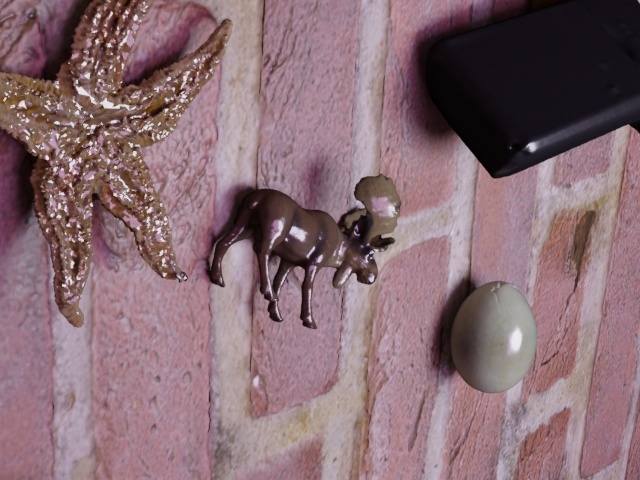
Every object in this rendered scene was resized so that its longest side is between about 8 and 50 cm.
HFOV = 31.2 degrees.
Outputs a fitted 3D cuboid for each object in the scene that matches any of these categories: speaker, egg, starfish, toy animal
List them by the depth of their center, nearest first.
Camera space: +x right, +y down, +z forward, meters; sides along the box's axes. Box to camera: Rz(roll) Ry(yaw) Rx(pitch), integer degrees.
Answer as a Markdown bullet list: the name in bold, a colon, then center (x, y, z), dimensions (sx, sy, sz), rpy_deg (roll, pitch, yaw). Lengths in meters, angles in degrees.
- **starfish**: center (-0.183, -0.083, 0.992), dimensions (0.299, 0.060, 0.302), rpy_deg (-19, 114, -51)
- **toy animal**: center (0.000, 0.000, 1.216), dimensions (0.214, 0.094, 0.186), rpy_deg (35, 70, -42)
- **speaker**: center (0.299, -0.174, 1.430), dimensions (0.388, 0.180, 0.184), rpy_deg (-21, 155, -32)
- **egg**: center (0.230, 0.128, 1.517), dimensions (0.114, 0.114, 0.152), rpy_deg (-7, 110, -48)

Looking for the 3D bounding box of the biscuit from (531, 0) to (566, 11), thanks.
- **biscuit**: center (0.311, -0.345, 1.473), dimensions (0.205, 0.031, 0.138), rpy_deg (22, 95, -53)
